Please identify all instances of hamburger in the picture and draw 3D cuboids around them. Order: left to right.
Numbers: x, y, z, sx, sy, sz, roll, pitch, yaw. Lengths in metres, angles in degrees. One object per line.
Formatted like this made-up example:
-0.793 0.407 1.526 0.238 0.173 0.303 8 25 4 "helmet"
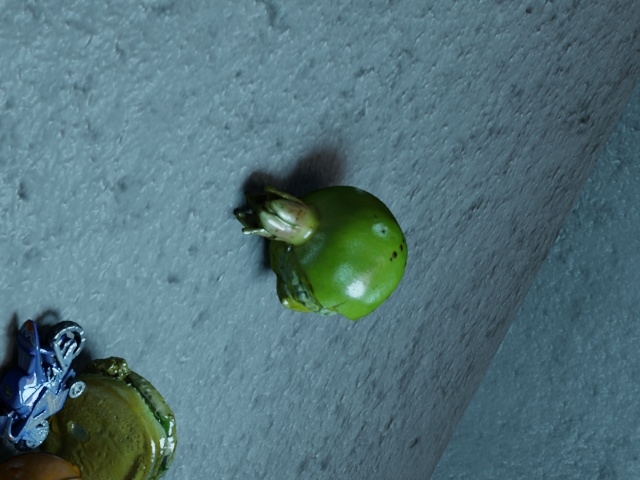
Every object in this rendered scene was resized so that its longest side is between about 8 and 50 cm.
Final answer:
-0.295 0.269 1.747 0.122 0.189 0.215 -32 144 -59 "hamburger"

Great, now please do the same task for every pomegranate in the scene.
0.000 0.000 1.963 0.302 0.236 0.236 40 81 -35 "pomegranate"

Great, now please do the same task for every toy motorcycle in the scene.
-0.388 0.198 1.644 0.114 0.076 0.205 5 112 -53 "toy motorcycle"

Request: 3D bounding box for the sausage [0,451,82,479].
-0.434 0.403 1.661 0.268 0.153 0.141 -48 166 -4 "sausage"
